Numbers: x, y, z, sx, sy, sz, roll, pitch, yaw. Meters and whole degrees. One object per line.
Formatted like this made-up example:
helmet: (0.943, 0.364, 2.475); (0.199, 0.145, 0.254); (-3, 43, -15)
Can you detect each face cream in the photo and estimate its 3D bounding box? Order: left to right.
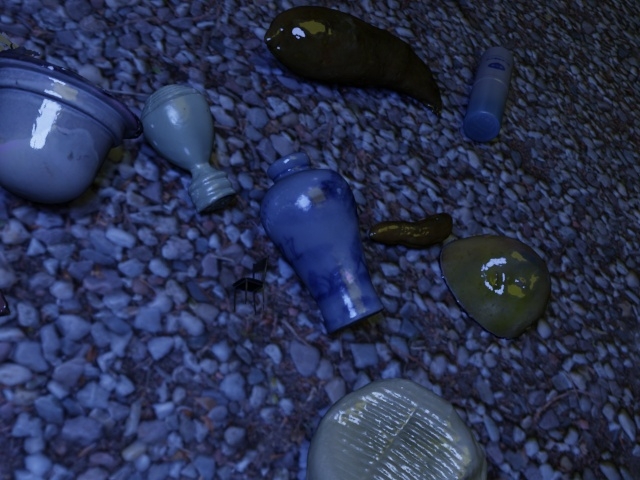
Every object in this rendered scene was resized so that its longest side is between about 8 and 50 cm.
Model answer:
face cream: (0.353, -0.308, 1.497); (0.077, 0.077, 0.250); (32, 48, -11)

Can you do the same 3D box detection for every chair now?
chair: (-0.097, 0.057, 0.992); (0.042, 0.037, 0.086); (23, 53, -32)

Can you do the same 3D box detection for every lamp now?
lamp: (-0.186, -0.133, 1.027); (0.106, 0.106, 0.193); (-24, 86, -41)

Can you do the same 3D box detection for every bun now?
bun: (0.096, 0.295, 0.894); (0.229, 0.145, 0.229); (-4, 49, 4)

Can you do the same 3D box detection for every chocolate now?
chocolate: (-0.344, -0.123, 0.883); (0.221, 0.221, 0.147); (28, 74, -14)

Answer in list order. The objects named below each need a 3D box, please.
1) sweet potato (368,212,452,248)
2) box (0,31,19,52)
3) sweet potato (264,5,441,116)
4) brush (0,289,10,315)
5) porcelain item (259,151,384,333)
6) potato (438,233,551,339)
sweet potato: (0.158, -0.013, 1.194); (0.182, 0.053, 0.054); (-8, 104, -33)
box: (-0.460, -0.227, 0.962); (0.073, 0.020, 0.149); (43, 47, 1)
sweet potato: (0.076, -0.333, 1.314); (0.422, 0.130, 0.130); (10, 55, -37)
brush: (-0.425, -0.049, 0.845); (0.084, 0.071, 0.301); (-20, 80, -23)
porcelain item: (0.000, 0.000, 1.035); (0.141, 0.141, 0.259); (-15, 78, -38)
potato: (0.313, 0.055, 1.207); (0.182, 0.117, 0.202); (-33, 82, -39)
